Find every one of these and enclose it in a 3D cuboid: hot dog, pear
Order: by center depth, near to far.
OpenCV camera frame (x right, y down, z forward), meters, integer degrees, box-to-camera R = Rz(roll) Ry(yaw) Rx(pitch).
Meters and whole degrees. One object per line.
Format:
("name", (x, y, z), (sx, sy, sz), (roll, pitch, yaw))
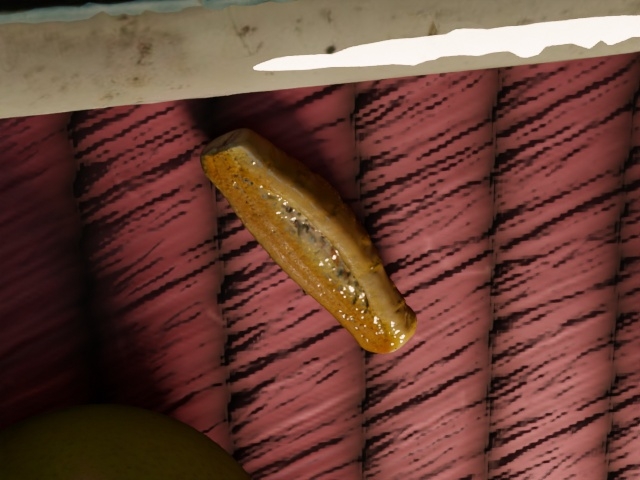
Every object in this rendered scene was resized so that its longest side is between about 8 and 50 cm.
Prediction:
("pear", (-0.101, 0.171, 0.814), (0.187, 0.220, 0.187), (-1, 119, -2))
("hot dog", (0.000, -0.001, 0.826), (0.044, 0.028, 0.137), (-20, 123, 38))

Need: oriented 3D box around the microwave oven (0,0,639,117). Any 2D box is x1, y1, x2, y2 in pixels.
("microwave oven", (-0.092, -0.208, 0.540), (0.394, 0.247, 0.333), (-6, 124, -8))
